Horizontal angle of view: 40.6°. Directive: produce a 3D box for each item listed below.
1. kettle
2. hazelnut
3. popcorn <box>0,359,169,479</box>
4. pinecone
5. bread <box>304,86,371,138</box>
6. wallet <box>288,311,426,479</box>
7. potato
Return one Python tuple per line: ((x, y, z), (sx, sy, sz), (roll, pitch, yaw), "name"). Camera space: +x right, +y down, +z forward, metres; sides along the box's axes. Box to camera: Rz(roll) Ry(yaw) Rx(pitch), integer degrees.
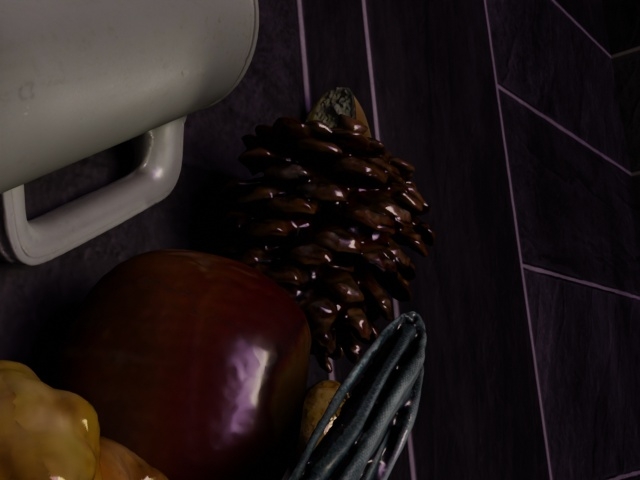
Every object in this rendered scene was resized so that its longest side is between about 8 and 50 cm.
((-0.199, -0.132, 0.664), (0.318, 0.205, 0.265), (-39, 108, -57), "kettle")
((-0.118, 0.125, 0.696), (0.229, 0.229, 0.229), (25, 59, -50), "hazelnut")
((-0.196, 0.219, 0.475), (0.316, 0.281, 0.297), (22, 95, -25), "popcorn")
((0.000, 0.000, 0.881), (0.224, 0.224, 0.272), (30, 67, -48), "pinecone")
((0.030, -0.114, 1.096), (0.094, 0.083, 0.157), (-18, 96, -59), "bread")
((-0.014, 0.237, 0.717), (0.075, 0.342, 0.237), (30, 36, 7), "wallet")
((0.022, 0.240, 0.963), (0.107, 0.080, 0.170), (-7, 86, -43), "potato")
